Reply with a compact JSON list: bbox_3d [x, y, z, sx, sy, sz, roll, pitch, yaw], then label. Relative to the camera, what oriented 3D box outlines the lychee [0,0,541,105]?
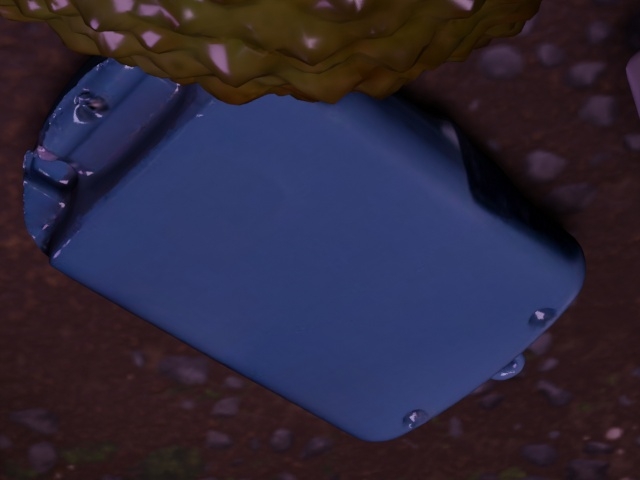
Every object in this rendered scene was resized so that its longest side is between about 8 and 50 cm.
[{"bbox_3d":[-0.010,-0.168,0.405,0.320,0.270,0.270,28,129,14],"label":"lychee"}]

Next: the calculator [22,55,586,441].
[{"bbox_3d":[0.000,0.000,0.675,0.293,0.051,0.173,33,118,-30],"label":"calculator"}]

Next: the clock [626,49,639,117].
[{"bbox_3d":[0.294,-0.061,0.630,0.262,0.116,0.231,-28,133,18],"label":"clock"}]
